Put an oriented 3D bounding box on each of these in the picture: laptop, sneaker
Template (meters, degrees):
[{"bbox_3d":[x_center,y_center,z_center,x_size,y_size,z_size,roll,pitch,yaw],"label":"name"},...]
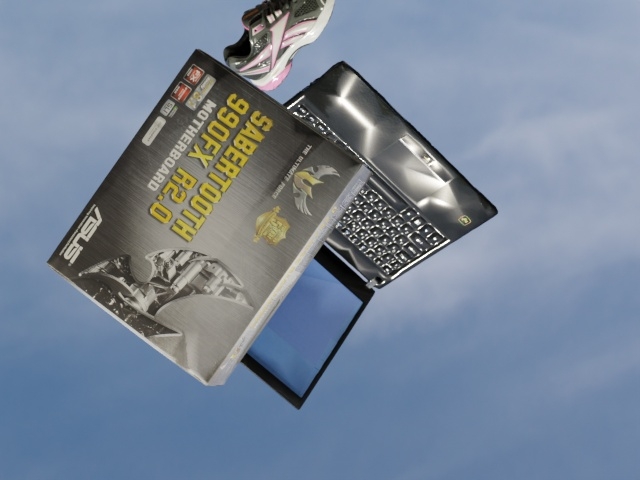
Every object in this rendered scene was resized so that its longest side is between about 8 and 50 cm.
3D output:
[{"bbox_3d":[0.000,0.000,1.471,0.234,0.264,0.136,42,-147,-23],"label":"laptop"},{"bbox_3d":[-0.049,-0.251,1.707,0.077,0.178,0.072,18,-150,-30],"label":"sneaker"}]

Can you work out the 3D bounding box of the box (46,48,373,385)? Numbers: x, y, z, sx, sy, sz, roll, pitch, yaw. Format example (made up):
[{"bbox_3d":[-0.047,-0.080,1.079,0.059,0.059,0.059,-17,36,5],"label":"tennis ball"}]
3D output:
[{"bbox_3d":[-0.095,-0.019,1.274,0.183,0.056,0.231,36,-88,14],"label":"box"}]
